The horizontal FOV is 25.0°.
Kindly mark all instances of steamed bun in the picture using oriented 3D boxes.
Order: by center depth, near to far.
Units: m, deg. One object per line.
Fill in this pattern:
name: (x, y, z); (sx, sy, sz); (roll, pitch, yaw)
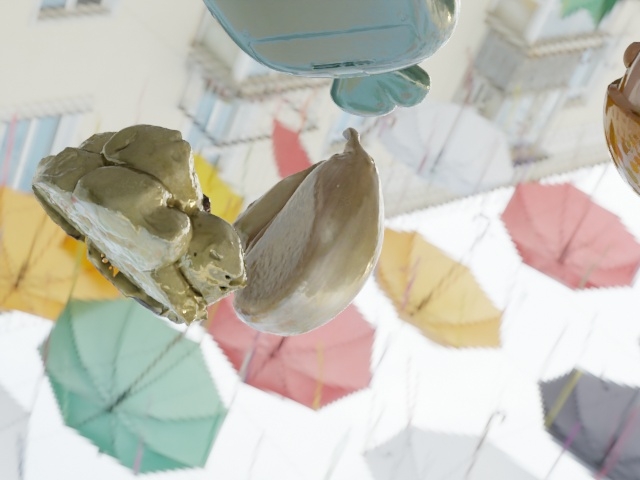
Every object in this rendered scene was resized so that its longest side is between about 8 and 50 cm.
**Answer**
steamed bun: (-0.137, -0.021, 1.203); (0.177, 0.106, 0.192); (49, 162, -22)

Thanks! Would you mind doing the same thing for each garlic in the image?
garlic: (0.000, 0.000, 1.522); (0.110, 0.228, 0.217); (30, -148, -22)

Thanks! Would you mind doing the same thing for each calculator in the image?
calculator: (-0.010, -0.186, 0.942); (0.185, 0.299, 0.041); (0, -132, 31)

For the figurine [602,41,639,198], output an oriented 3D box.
figurine: (0.214, -0.113, 0.728); (0.124, 0.222, 0.324); (22, -155, 12)
